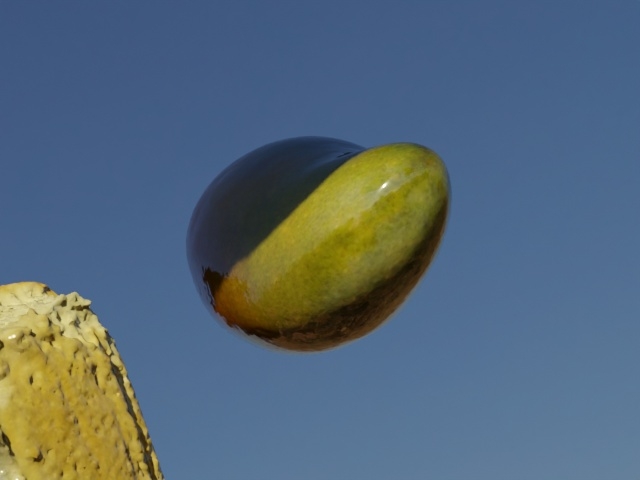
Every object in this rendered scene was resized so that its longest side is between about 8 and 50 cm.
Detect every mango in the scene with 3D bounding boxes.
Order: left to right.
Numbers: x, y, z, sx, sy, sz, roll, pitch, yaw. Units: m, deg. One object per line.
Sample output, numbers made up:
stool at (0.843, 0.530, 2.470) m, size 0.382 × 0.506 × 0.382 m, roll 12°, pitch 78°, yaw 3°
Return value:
mango at (-0.005, 0.003, 1.106) m, size 0.146 × 0.129 × 0.289 m, roll -32°, pitch 7°, yaw -8°

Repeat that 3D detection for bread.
bread at (-0.199, 0.151, 1.267) m, size 0.121 × 0.245 × 0.174 m, roll -18°, pitch 7°, yaw 38°
